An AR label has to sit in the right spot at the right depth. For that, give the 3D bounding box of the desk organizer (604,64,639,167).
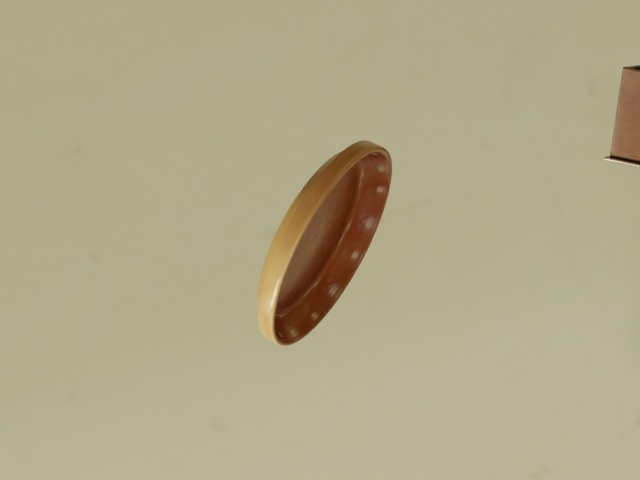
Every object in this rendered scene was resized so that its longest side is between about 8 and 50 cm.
[{"bbox_3d":[0.217,-0.055,1.008,0.047,0.130,0.050,-13,-67,-55],"label":"desk organizer"}]

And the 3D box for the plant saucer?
[{"bbox_3d":[0.000,0.000,0.734,0.013,0.083,0.083,29,-179,18],"label":"plant saucer"}]
